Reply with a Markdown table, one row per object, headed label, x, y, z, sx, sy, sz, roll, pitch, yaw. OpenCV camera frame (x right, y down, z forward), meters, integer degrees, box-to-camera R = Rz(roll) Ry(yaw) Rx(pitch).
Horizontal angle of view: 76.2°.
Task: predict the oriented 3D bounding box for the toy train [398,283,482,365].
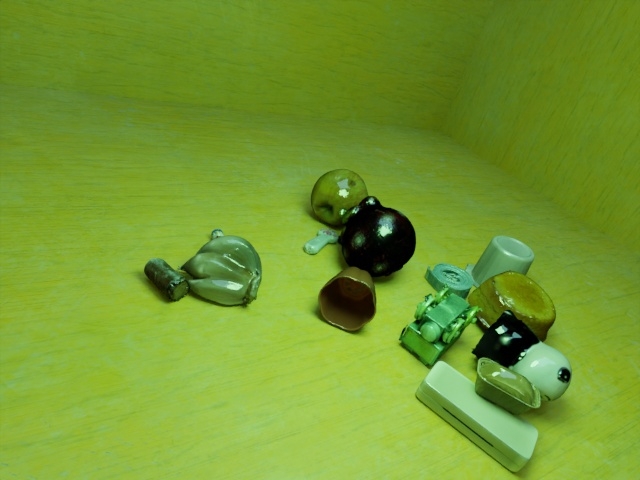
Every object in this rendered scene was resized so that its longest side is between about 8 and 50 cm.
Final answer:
| label | x | y | z | sx | sy | sz | roll | pitch | yaw |
| --- | --- | --- | --- | --- | --- | --- | --- | --- | --- |
| toy train | 0.390 | 0.270 | 1.324 | 0.159 | 0.188 | 0.271 | 37 | 34 | 28 |

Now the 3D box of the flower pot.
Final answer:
| label | x | y | z | sx | sy | sz | roll | pitch | yaw |
| --- | --- | --- | --- | --- | --- | --- | --- | --- | --- |
| flower pot | 0.100 | 0.174 | 1.354 | 0.190 | 0.191 | 0.173 | 21 | 21 | 5 |

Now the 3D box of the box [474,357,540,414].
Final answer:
| label | x | y | z | sx | sy | sz | roll | pitch | yaw |
| --- | --- | --- | --- | --- | --- | --- | --- | --- | --- |
| box | 0.512 | 0.400 | 1.126 | 0.177 | 0.111 | 0.111 | 27 | 33 | 14 |

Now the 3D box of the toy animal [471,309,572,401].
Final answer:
| label | x | y | z | sx | sy | sz | roll | pitch | yaw |
| --- | --- | --- | --- | --- | --- | --- | --- | --- | --- |
| toy animal | 0.618 | 0.380 | 1.262 | 0.212 | 0.213 | 0.267 | -12 | 45 | -38 |

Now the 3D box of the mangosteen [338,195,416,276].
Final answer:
| label | x | y | z | sx | sy | sz | roll | pitch | yaw |
| --- | --- | --- | --- | --- | --- | --- | --- | --- | --- |
| mangosteen | 0.221 | -0.016 | 1.564 | 0.296 | 0.297 | 0.314 | 6 | 72 | -17 |

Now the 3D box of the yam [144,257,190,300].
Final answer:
| label | x | y | z | sx | sy | sz | roll | pitch | yaw |
| --- | --- | --- | --- | --- | --- | --- | --- | --- | --- |
| yam | -0.469 | 0.117 | 1.247 | 0.141 | 0.079 | 0.079 | 33 | 35 | 27 |

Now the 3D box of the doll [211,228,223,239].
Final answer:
| label | x | y | z | sx | sy | sz | roll | pitch | yaw |
| --- | --- | --- | --- | --- | --- | --- | --- | --- | --- |
| doll | -0.370 | 0.001 | 1.496 | 0.098 | 0.058 | 0.143 | -15 | 36 | -15 |

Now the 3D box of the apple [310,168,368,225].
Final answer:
| label | x | y | z | sx | sy | sz | roll | pitch | yaw |
| --- | --- | --- | --- | --- | --- | --- | --- | --- | --- |
| apple | 0.082 | -0.185 | 1.822 | 0.264 | 0.264 | 0.264 | 12 | 32 | -8 |

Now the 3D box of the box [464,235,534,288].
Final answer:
| label | x | y | z | sx | sy | sz | roll | pitch | yaw |
| --- | --- | --- | --- | --- | --- | --- | --- | --- | --- |
| box | 0.805 | 0.111 | 1.749 | 0.291 | 0.206 | 0.262 | 3 | 35 | -18 |

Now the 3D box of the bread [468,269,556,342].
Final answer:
| label | x | y | z | sx | sy | sz | roll | pitch | yaw |
| --- | --- | --- | --- | --- | --- | --- | --- | --- | --- |
| bread | 0.715 | 0.251 | 1.514 | 0.312 | 0.172 | 0.312 | 12 | 40 | -10 |

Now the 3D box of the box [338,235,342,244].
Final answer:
| label | x | y | z | sx | sy | sz | roll | pitch | yaw |
| --- | --- | --- | --- | --- | --- | --- | --- | --- | --- |
| box | 0.148 | 0.014 | 1.755 | 0.125 | 0.027 | 0.126 | -13 | 41 | -43 |

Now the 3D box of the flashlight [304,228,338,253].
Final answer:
| label | x | y | z | sx | sy | sz | roll | pitch | yaw |
| --- | --- | --- | --- | --- | --- | --- | --- | --- | --- |
| flashlight | 0.000 | 0.000 | 1.680 | 0.093 | 0.048 | 0.200 | 25 | 32 | 21 |

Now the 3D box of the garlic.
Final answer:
| label | x | y | z | sx | sy | sz | roll | pitch | yaw |
| --- | --- | --- | --- | --- | --- | --- | --- | --- | --- |
| garlic | -0.307 | 0.096 | 1.331 | 0.292 | 0.210 | 0.237 | 27 | 67 | 7 |

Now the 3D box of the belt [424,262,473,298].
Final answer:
| label | x | y | z | sx | sy | sz | roll | pitch | yaw |
| --- | --- | --- | --- | --- | --- | --- | --- | --- | --- |
| belt | 0.525 | 0.166 | 1.648 | 0.147 | 0.082 | 0.163 | -12 | 45 | -23 |

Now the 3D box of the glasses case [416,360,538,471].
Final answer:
| label | x | y | z | sx | sy | sz | roll | pitch | yaw |
| --- | --- | --- | --- | --- | --- | --- | --- | --- | --- |
| glasses case | 0.428 | 0.476 | 1.131 | 0.313 | 0.070 | 0.131 | 34 | 34 | 24 |
